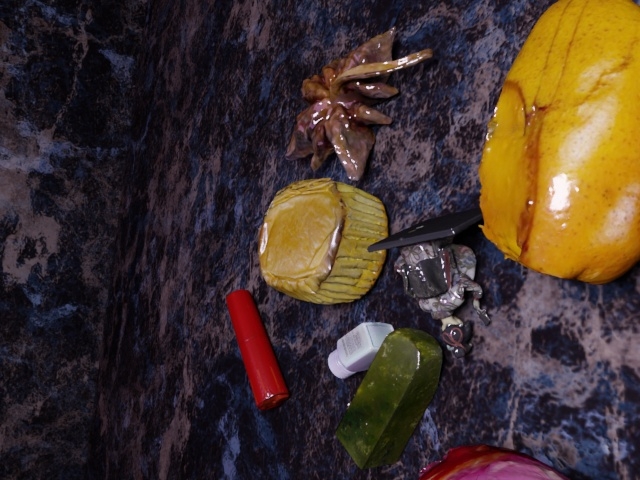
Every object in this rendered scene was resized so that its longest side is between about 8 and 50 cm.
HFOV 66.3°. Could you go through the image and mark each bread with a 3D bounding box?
[{"bbox_3d":[0.000,0.000,0.905,0.253,0.142,0.227,8,90,54],"label":"bread"}]

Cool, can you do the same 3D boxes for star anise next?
[{"bbox_3d":[0.045,-0.266,0.934,0.349,0.109,0.292,31,111,49],"label":"star anise"}]

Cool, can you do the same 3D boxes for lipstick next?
[{"bbox_3d":[-0.145,0.235,1.084,0.073,0.073,0.279,-52,46,30],"label":"lipstick"}]

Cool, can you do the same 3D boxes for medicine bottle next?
[{"bbox_3d":[0.068,0.187,0.829,0.118,0.074,0.055,-45,51,37],"label":"medicine bottle"}]

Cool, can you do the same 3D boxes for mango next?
[{"bbox_3d":[0.292,-0.120,0.555,0.199,0.201,0.350,12,82,15],"label":"mango"}]

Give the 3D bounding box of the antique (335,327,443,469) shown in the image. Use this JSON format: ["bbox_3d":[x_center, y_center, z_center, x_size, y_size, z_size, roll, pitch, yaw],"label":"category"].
[{"bbox_3d":[0.114,0.239,0.759,0.081,0.080,0.220,42,113,46],"label":"antique"}]

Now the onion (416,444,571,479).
[{"bbox_3d":[0.173,0.407,0.483,0.345,0.358,0.358,50,132,-7],"label":"onion"}]

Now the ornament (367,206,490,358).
[{"bbox_3d":[0.190,0.066,0.711,0.166,0.153,0.196,-13,95,50],"label":"ornament"}]
